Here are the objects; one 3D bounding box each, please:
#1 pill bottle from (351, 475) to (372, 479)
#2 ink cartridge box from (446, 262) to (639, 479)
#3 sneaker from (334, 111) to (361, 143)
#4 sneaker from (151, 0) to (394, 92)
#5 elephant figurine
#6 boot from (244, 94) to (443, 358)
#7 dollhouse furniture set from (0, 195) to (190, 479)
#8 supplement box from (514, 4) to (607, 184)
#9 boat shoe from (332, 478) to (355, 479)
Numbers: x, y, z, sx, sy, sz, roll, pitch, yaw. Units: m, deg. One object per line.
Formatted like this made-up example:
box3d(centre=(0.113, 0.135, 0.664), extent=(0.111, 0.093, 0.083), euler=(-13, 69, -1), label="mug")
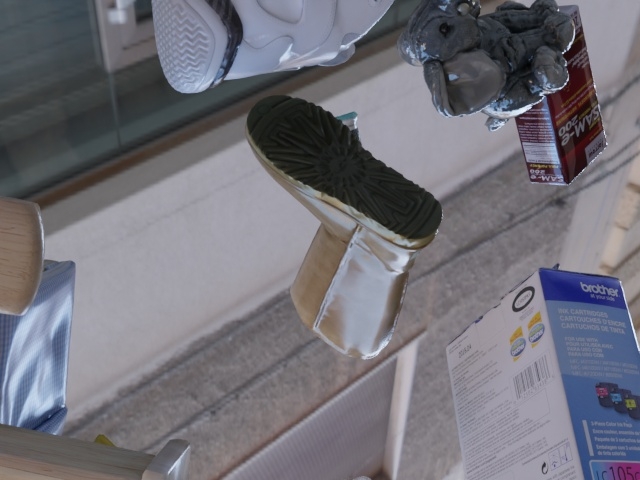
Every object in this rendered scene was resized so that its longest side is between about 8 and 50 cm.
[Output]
box3d(centre=(0.089, 0.326, 0.856), extent=(0.208, 0.119, 0.119), euler=(42, -134, -7), label="pill bottle")
box3d(centre=(0.313, 0.220, 1.265), extent=(0.151, 0.270, 0.396), euler=(7, -123, -22), label="ink cartridge box")
box3d(centre=(0.006, -0.113, 1.226), extent=(0.065, 0.166, 0.076), euler=(-21, -91, -27), label="sneaker")
box3d(centre=(-0.034, -0.304, 0.811), extent=(0.210, 0.366, 0.137), euler=(-6, -139, -22), label="sneaker")
box3d(centre=(0.167, -0.236, 1.098), extent=(0.239, 0.186, 0.169), euler=(3, -176, -23), label="elephant figurine")
box3d(centre=(0.000, 0.000, 0.987), extent=(0.236, 0.269, 0.089), euler=(40, -120, 12), label="boot")
box3d(centre=(-0.150, 0.088, 0.570), extent=(0.198, 0.286, 0.303), euler=(10, -171, 5), label="dollhouse furniture set")
box3d(centre=(0.355, -0.219, 1.383), extent=(0.073, 0.239, 0.130), euler=(10, -140, 46), label="supplement box")
box3d(centre=(0.016, 0.402, 1.279), extent=(0.102, 0.092, 0.285), euler=(-5, 176, 17), label="boat shoe")
